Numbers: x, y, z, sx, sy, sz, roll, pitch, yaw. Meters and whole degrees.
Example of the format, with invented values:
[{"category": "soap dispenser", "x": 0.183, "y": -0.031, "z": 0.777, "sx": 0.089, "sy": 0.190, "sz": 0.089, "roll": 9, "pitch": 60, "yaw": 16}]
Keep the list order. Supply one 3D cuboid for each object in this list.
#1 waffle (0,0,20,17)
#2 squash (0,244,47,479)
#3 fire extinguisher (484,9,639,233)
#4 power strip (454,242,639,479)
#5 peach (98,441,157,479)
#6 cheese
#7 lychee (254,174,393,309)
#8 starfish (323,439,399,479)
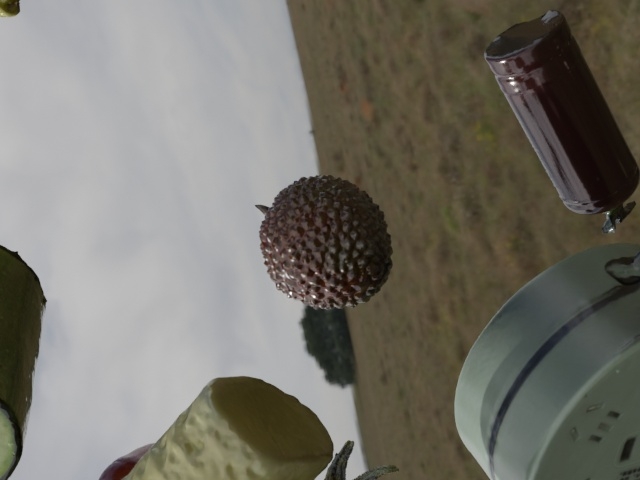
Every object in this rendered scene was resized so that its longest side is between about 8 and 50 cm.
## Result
[{"category": "waffle", "x": -0.282, "y": -0.290, "z": 0.804, "sx": 0.149, "sy": 0.051, "sz": 0.194, "roll": 43, "pitch": -142, "yaw": -57}, {"category": "squash", "x": -0.567, "y": 0.190, "z": 1.426, "sx": 0.384, "sy": 0.263, "sz": 0.263, "roll": -110, "pitch": 6, "yaw": -61}, {"category": "fire extinguisher", "x": 0.349, "y": -0.145, "z": 1.268, "sx": 0.337, "sy": 0.114, "sz": 0.135, "roll": 56, "pitch": -135, "yaw": -24}, {"category": "power strip", "x": 0.335, "y": 0.173, "z": 1.066, "sx": 0.161, "sy": 0.357, "sz": 0.358, "roll": 51, "pitch": 160, "yaw": 51}, {"category": "peach", "x": -0.256, "y": 0.421, "z": 1.417, "sx": 0.256, "sy": 0.232, "sz": 0.232, "roll": 3, "pitch": 111, "yaw": 51}, {"category": "cheese", "x": -0.079, "y": 0.181, "z": 0.654, "sx": 0.123, "sy": 0.167, "sz": 0.094, "roll": 25, "pitch": -159, "yaw": -49}, {"category": "lychee", "x": 0.000, "y": 0.000, "z": 1.136, "sx": 0.165, "sy": 0.197, "sz": 0.165, "roll": -25, "pitch": -56, "yaw": -44}, {"category": "starfish", "x": 0.016, "y": 0.367, "z": 1.365, "sx": 0.053, "sy": 0.208, "sz": 0.176, "roll": 70, "pitch": 166, "yaw": -11}]
